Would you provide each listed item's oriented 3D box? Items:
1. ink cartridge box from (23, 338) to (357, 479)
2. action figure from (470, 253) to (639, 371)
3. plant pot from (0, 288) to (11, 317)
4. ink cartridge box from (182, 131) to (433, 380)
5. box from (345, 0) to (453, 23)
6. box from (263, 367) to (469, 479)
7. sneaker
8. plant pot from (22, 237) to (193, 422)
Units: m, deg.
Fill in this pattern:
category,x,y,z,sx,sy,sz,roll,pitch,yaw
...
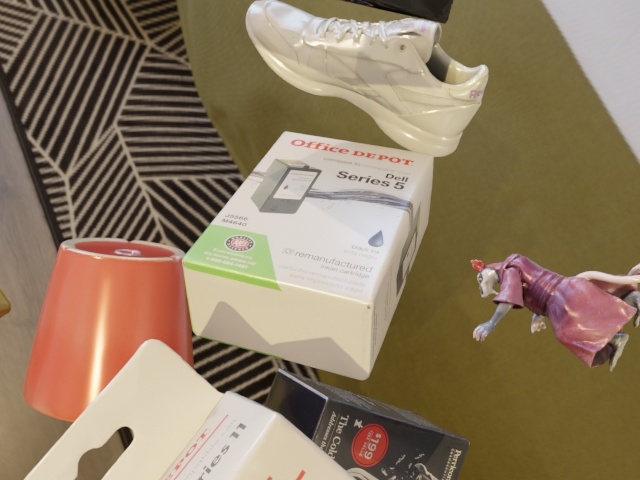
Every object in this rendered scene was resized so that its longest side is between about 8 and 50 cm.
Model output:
category,x,y,z,sx,sy,sz,roll,pitch,yaw
ink cartridge box,-0.041,0.254,0.489,0.353,0.119,0.207,45,70,-16
action figure,0.492,0.112,1.506,0.370,0.276,0.248,30,24,26
plant pot,-0.668,0.088,1.095,0.212,0.187,0.212,-33,91,1
ink cartridge box,0.000,0.000,0.784,0.198,0.115,0.273,12,40,15
box,-0.048,-0.239,0.491,0.184,0.103,0.261,-3,24,-41
box,0.033,0.432,1.160,0.312,0.179,0.343,23,84,-30
sneaker,0.060,-0.229,0.843,0.305,0.152,0.114,27,44,-4
plant pot,-0.322,0.130,1.114,0.274,0.275,0.243,7,97,-9
